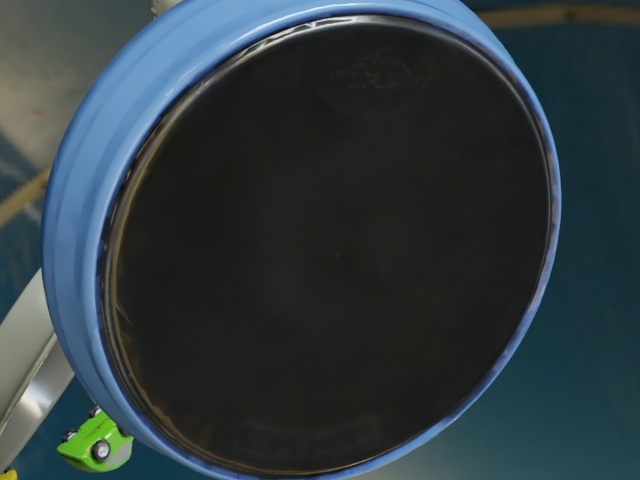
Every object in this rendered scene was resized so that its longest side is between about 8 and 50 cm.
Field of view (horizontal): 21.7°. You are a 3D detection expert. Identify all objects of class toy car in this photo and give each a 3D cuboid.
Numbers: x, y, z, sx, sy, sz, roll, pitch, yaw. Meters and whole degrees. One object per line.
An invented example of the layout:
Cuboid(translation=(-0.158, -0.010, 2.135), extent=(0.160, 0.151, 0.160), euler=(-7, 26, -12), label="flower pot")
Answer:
Cuboid(translation=(-0.265, 0.250, 1.734), extent=(0.239, 0.225, 0.053), euler=(12, -46, 44), label="toy car")

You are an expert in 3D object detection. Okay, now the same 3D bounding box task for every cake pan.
Cuboid(translation=(-0.260, 0.097, 1.571), extent=(0.054, 0.293, 0.293), euler=(32, -33, 1), label="cake pan")

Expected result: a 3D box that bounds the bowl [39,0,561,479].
Cuboid(translation=(0.000, 0.000, 1.181), extent=(0.391, 0.077, 0.391), euler=(-11, -64, -23), label="bowl")

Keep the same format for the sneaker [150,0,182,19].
Cuboid(translation=(-0.111, -0.198, 1.474), extent=(0.115, 0.090, 0.232), euler=(37, -40, -7), label="sneaker")
